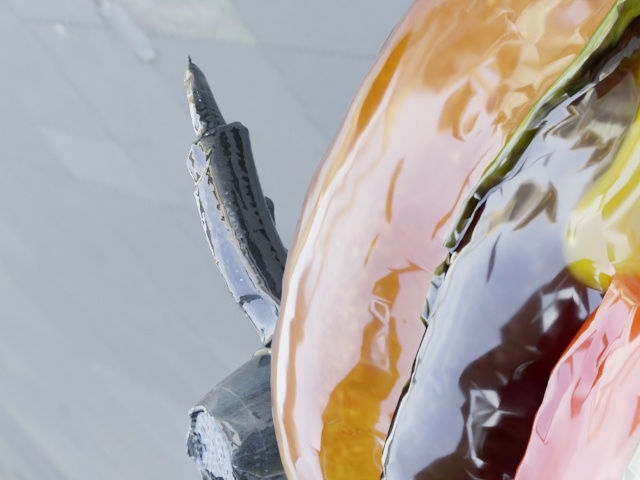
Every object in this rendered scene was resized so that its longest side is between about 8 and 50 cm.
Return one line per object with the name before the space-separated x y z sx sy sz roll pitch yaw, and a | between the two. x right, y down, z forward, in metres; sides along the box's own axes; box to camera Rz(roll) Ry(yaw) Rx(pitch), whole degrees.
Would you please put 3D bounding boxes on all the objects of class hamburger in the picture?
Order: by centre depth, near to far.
hamburger | 0.168 0.043 0.494 0.250 0.330 0.330 50 173 51

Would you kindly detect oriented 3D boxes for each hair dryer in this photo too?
hair dryer | 0.000 0.000 0.991 0.271 0.235 0.091 64 148 14
